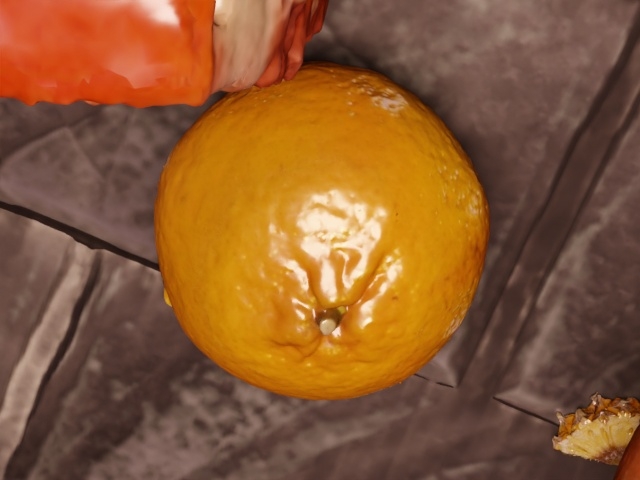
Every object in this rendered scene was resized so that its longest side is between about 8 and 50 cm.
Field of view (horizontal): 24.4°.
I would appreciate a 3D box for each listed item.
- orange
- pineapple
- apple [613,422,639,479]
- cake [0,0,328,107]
[{"bbox_3d":[-0.001,-0.002,0.768,0.178,0.155,0.177,2,100,14],"label":"orange"},{"bbox_3d":[0.178,0.111,0.855,0.083,0.019,0.045,13,120,3],"label":"pineapple"},{"bbox_3d":[0.312,0.170,0.702,0.338,0.338,0.305,-37,145,21],"label":"apple"},{"bbox_3d":[-0.117,-0.205,0.608,0.270,0.319,0.269,10,112,7],"label":"cake"}]
